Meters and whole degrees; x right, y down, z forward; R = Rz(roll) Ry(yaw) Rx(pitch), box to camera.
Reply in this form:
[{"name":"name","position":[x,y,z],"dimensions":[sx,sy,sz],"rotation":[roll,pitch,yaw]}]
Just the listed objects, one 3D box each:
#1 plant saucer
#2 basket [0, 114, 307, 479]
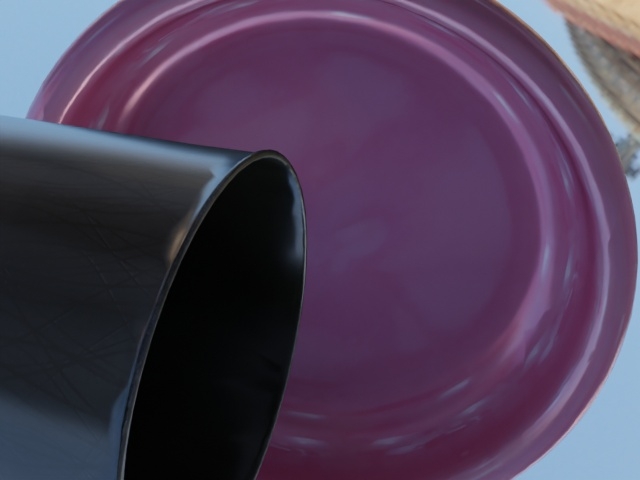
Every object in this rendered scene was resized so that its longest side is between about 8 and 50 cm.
[{"name":"plant saucer","position":[0.000,0.000,0.659],"dimensions":[0.332,0.332,0.084],"rotation":[32,-154,-6]},{"name":"basket","position":[-0.138,0.021,0.433],"dimensions":[0.227,0.154,0.204],"rotation":[12,178,10]}]
